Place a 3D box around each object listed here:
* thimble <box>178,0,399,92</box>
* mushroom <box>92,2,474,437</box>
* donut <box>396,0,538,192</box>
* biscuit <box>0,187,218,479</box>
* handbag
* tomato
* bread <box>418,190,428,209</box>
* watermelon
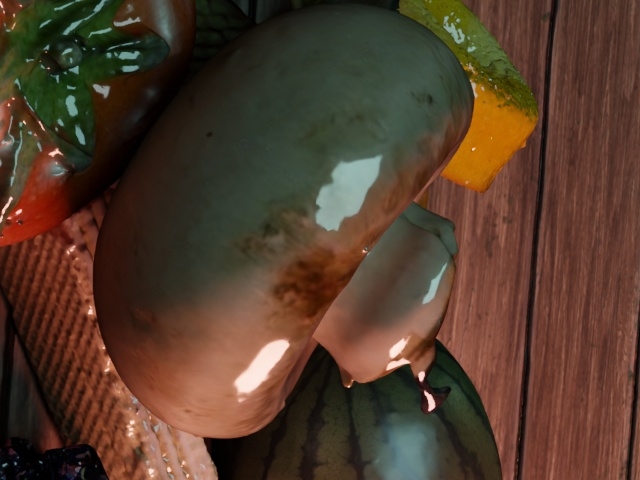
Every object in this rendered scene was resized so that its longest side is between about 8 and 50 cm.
[{"bbox_3d":[-0.069,-0.260,1.285,0.271,0.150,0.271,19,60,-36],"label":"thimble"},{"bbox_3d":[0.000,0.000,1.110,0.294,0.362,0.362,34,62,5],"label":"mushroom"},{"bbox_3d":[0.111,-0.179,1.471,0.108,0.277,0.277,-43,136,21],"label":"donut"},{"bbox_3d":[-0.172,0.153,1.281,0.078,0.144,0.426,-34,117,-39],"label":"biscuit"},{"bbox_3d":[-0.238,0.264,1.187,0.126,0.228,0.208,16,83,-5],"label":"handbag"},{"bbox_3d":[-0.264,-0.163,1.082,0.341,0.273,0.341,-21,120,-43],"label":"tomato"},{"bbox_3d":[0.017,-0.045,1.438,0.204,0.162,0.262,-25,113,-53],"label":"bread"},{"bbox_3d":[0.037,0.237,1.395,0.279,0.279,0.359,-41,131,-34],"label":"watermelon"}]
